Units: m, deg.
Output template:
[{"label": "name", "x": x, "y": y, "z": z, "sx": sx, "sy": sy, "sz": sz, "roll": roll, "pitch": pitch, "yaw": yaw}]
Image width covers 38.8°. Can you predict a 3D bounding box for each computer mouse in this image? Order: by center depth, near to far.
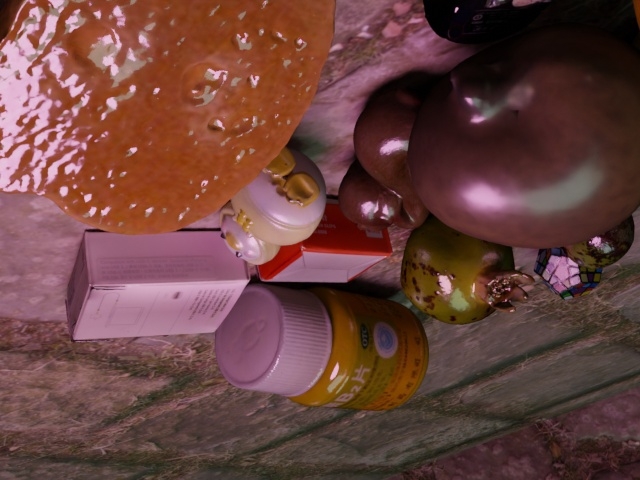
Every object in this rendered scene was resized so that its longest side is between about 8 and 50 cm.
[{"label": "computer mouse", "x": 0.187, "y": -0.289, "z": 0.928, "sx": 0.137, "sy": 0.096, "sz": 0.233, "roll": -1, "pitch": 164, "yaw": -19}]

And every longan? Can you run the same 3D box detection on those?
[{"label": "longan", "x": 0.241, "y": -0.119, "z": 1.028, "sx": 0.300, "sy": 0.243, "sz": 0.300, "roll": -8, "pitch": 140, "yaw": -7}]

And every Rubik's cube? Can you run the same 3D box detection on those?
[{"label": "Rubik's cube", "x": 0.475, "y": 0.048, "z": 1.740, "sx": 0.112, "sy": 0.133, "sz": 0.133, "roll": -44, "pitch": 149, "yaw": 4}]

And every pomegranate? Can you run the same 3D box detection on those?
[{"label": "pomegranate", "x": 0.248, "y": 0.041, "z": 1.513, "sx": 0.198, "sy": 0.198, "sz": 0.246, "roll": 6, "pitch": 164, "yaw": -35}, {"label": "pomegranate", "x": 0.473, "y": -0.031, "z": 1.601, "sx": 0.125, "sy": 0.163, "sz": 0.138, "roll": -45, "pitch": -175, "yaw": -26}]

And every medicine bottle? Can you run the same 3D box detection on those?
[{"label": "medicine bottle", "x": 0.008, "y": 0.198, "z": 1.695, "sx": 0.384, "sy": 0.224, "sz": 0.224, "roll": 15, "pitch": 142, "yaw": -44}]

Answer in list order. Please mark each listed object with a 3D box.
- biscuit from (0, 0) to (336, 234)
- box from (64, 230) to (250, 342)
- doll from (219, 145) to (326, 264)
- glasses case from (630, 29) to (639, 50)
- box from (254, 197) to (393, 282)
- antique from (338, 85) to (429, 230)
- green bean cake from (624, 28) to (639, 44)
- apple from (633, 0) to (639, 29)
[{"label": "biscuit", "x": -0.169, "y": -0.167, "z": 0.950, "sx": 0.365, "sy": 0.062, "sz": 0.385, "roll": 15, "pitch": 124, "yaw": -44}, {"label": "box", "x": -0.263, "y": 0.074, "z": 1.444, "sx": 0.252, "sy": 0.106, "sz": 0.203, "roll": 0, "pitch": 151, "yaw": -23}, {"label": "doll", "x": -0.082, "y": -0.036, "z": 1.278, "sx": 0.117, "sy": 0.141, "sz": 0.296, "roll": -44, "pitch": 177, "yaw": -37}, {"label": "glasses case", "x": 0.384, "y": -0.168, "z": 1.113, "sx": 0.064, "sy": 0.079, "sz": 0.234, "roll": -21, "pitch": 148, "yaw": -30}, {"label": "box", "x": 0.000, "y": 0.000, "z": 1.432, "sx": 0.182, "sy": 0.099, "sz": 0.133, "roll": 3, "pitch": 153, "yaw": -34}, {"label": "antique", "x": 0.101, "y": -0.104, "z": 1.239, "sx": 0.143, "sy": 0.121, "sz": 0.257, "roll": -4, "pitch": 152, "yaw": -19}, {"label": "green bean cake", "x": 0.488, "y": -0.223, "z": 1.187, "sx": 0.200, "sy": 0.113, "sz": 0.214, "roll": 2, "pitch": 153, "yaw": -24}, {"label": "apple", "x": 0.489, "y": -0.261, "z": 0.836, "sx": 0.384, "sy": 0.374, "sz": 0.374, "roll": -17, "pitch": 155, "yaw": 21}]
